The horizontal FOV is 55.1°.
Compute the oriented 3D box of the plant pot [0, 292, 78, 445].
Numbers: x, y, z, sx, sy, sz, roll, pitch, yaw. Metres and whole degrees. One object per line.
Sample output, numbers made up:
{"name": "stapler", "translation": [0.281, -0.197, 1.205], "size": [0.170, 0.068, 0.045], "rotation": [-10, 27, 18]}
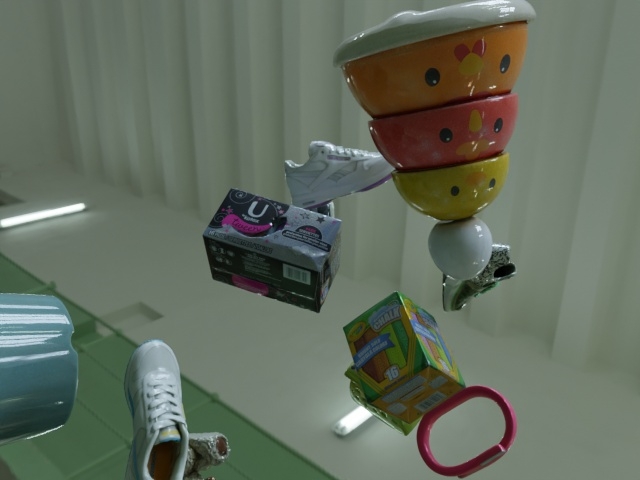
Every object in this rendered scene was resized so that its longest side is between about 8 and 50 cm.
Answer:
{"name": "plant pot", "translation": [-0.621, 0.226, 1.042], "size": [0.341, 0.334, 0.341], "rotation": [-4, -95, 48]}

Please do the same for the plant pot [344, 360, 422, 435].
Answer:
{"name": "plant pot", "translation": [0.219, 0.409, 1.858], "size": [0.228, 0.227, 0.207], "rotation": [26, -26, 37]}

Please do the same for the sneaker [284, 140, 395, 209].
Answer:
{"name": "sneaker", "translation": [0.053, -0.176, 1.434], "size": [0.305, 0.114, 0.152], "rotation": [-18, -83, 15]}

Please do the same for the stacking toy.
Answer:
{"name": "stacking toy", "translation": [0.236, -0.161, 1.105], "size": [0.350, 0.350, 0.480], "rotation": [-2, -74, 45]}

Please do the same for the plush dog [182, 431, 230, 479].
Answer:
{"name": "plush dog", "translation": [-0.399, 0.673, 1.731], "size": [0.210, 0.262, 0.225], "rotation": [-4, -87, 40]}

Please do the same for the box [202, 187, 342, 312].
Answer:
{"name": "box", "translation": [-0.093, 0.018, 1.260], "size": [0.247, 0.142, 0.163], "rotation": [16, -36, 11]}

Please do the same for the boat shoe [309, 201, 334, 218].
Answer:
{"name": "boat shoe", "translation": [0.000, 0.000, 1.698], "size": [0.084, 0.079, 0.233], "rotation": [101, -11, -63]}

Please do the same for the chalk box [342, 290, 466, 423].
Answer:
{"name": "chalk box", "translation": [0.188, 0.256, 1.485], "size": [0.180, 0.179, 0.289], "rotation": [-39, -138, 18]}

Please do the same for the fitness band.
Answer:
{"name": "fitness band", "translation": [0.404, 0.530, 1.707], "size": [0.291, 0.054, 0.209], "rotation": [-36, -131, 17]}

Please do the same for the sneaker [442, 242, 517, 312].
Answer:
{"name": "sneaker", "translation": [0.411, 0.098, 1.591], "size": [0.182, 0.410, 0.158], "rotation": [4, -108, 13]}

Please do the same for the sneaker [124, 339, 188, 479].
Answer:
{"name": "sneaker", "translation": [-0.230, 0.256, 0.888], "size": [0.092, 0.087, 0.229], "rotation": [-25, -115, 48]}
